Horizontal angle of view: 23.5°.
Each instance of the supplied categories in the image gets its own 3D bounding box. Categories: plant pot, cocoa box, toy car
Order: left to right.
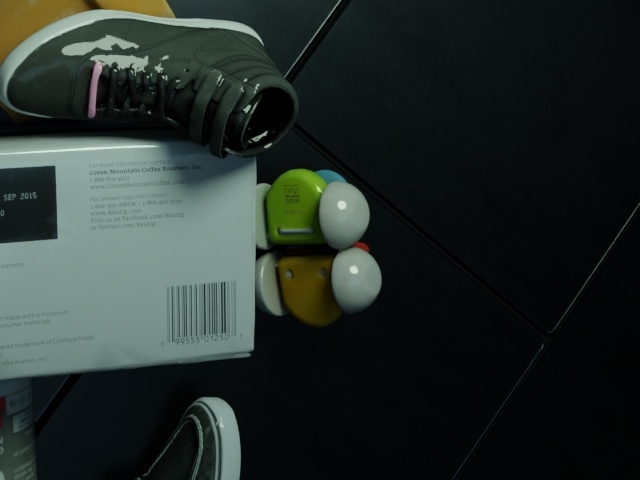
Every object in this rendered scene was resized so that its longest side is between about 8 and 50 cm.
[{"bbox_3d":[-0.278,-0.224,1.543,0.188,0.205,0.205,-43,113,-6],"label":"plant pot"},{"bbox_3d":[-0.265,0.000,1.567,0.347,0.228,0.232,-5,101,-25],"label":"cocoa box"},{"bbox_3d":[0.000,0.000,1.752,0.136,0.159,0.182,-31,114,-54],"label":"toy car"}]

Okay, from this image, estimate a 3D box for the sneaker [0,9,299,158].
[{"bbox_3d":[-0.148,-0.141,1.450,0.295,0.147,0.105,-8,127,-34],"label":"sneaker"}]

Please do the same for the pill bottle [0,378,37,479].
[{"bbox_3d":[-0.374,0.268,1.600,0.161,0.161,0.283,-6,101,-24],"label":"pill bottle"}]

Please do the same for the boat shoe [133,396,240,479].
[{"bbox_3d":[-0.184,0.318,1.725,0.105,0.113,0.306,14,102,-40],"label":"boat shoe"}]
